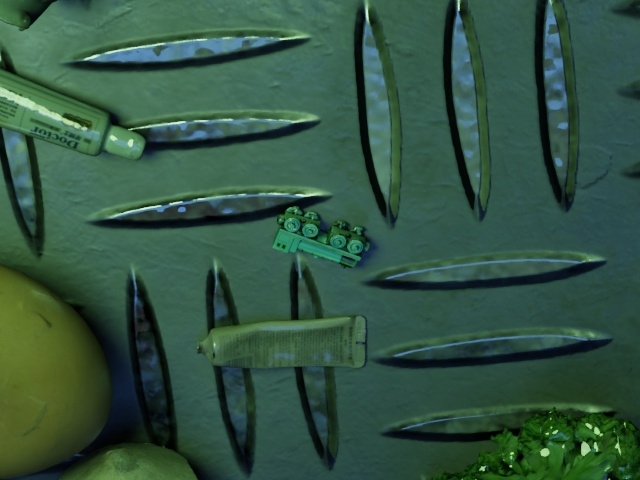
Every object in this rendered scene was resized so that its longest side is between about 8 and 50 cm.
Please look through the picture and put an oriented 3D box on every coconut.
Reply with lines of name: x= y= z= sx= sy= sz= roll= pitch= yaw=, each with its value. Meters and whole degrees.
coconut: x=-0.183 y=0.274 z=1.683 sx=0.161 sy=0.161 sz=0.162 roll=5 pitch=123 yaw=-1

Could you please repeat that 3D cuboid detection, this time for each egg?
egg: x=-0.310 y=0.123 z=1.597 sx=0.244 sy=0.201 sz=0.201 roll=21 pitch=113 yaw=-22

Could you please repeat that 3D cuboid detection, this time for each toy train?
toy train: x=0.000 y=0.000 z=1.628 sx=0.092 sy=0.029 sz=0.045 roll=19 pitch=120 yaw=-8

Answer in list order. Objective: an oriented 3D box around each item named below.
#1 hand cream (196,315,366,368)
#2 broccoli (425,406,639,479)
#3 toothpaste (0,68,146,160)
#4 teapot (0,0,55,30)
hand cream: x=-0.038 y=0.101 z=1.675 sx=0.165 sy=0.037 sz=0.057 roll=-2 pitch=113 yaw=-6
broccoli: x=0.197 y=0.370 z=1.618 sx=0.413 sy=0.310 sz=0.321 roll=-42 pitch=91 yaw=9
toothpaste: x=-0.282 y=-0.127 z=1.573 sx=0.255 sy=0.037 sz=0.067 roll=19 pitch=118 yaw=-4
teapot: x=-0.192 y=-0.295 z=1.442 sx=0.225 sy=0.171 sz=0.203 roll=-22 pitch=80 yaw=17
